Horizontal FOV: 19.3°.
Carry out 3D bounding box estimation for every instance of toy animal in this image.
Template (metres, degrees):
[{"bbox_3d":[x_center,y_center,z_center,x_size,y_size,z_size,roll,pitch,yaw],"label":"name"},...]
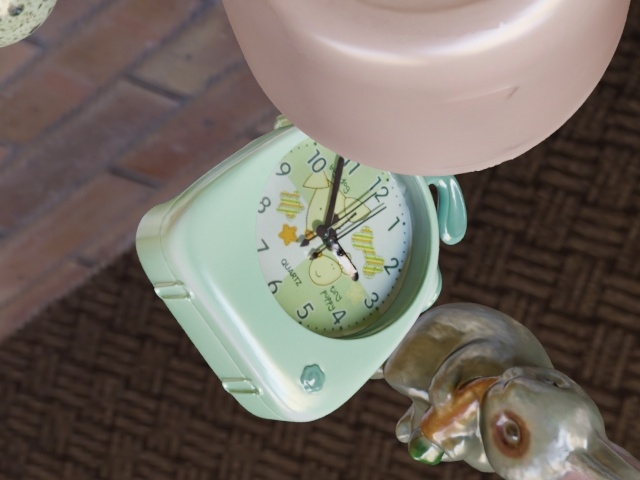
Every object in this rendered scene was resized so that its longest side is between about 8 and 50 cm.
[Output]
[{"bbox_3d":[0.136,0.112,1.290,0.138,0.108,0.236,-46,32,-24],"label":"toy animal"}]

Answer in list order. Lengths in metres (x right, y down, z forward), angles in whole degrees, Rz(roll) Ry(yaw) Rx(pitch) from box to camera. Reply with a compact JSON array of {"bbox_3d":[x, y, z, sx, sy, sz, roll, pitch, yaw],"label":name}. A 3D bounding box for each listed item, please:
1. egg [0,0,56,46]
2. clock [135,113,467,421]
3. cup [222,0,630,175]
[{"bbox_3d":[-0.279,-0.233,1.510,0.132,0.132,0.172,-43,64,21],"label":"egg"},{"bbox_3d":[0.001,0.000,1.064,0.188,0.148,0.060,-41,17,-27],"label":"clock"},{"bbox_3d":[0.076,-0.136,0.806,0.252,0.200,0.192,1,84,4],"label":"cup"}]
